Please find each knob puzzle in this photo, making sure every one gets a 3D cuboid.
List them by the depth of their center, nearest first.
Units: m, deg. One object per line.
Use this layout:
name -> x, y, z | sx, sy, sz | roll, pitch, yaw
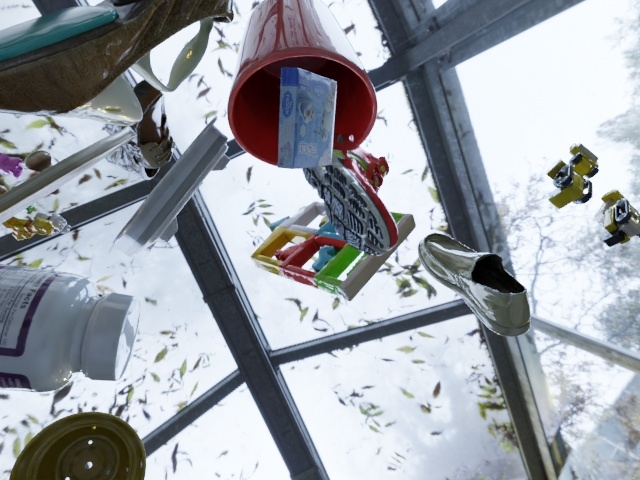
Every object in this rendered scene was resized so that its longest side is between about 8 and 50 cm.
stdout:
knob puzzle -> -0.244, -0.045, 0.327 | 0.213, 0.213, 0.030 | -36, -67, -9

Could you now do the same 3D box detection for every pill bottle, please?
pill bottle -> -0.428, 0.120, 0.562 | 0.302, 0.169, 0.169 | 10, -87, -12

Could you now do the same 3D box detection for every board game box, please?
board game box -> -0.011, -0.120, 0.404 | 0.020, 0.090, 0.089 | 12, -72, 23

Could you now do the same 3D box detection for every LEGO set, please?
LEGO set -> -0.563, -0.060, 0.771 | 0.093, 0.227, 0.086 | 6, -126, 8

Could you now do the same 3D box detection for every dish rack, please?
dish rack -> -0.295, -0.082, 0.795 | 0.072, 0.333, 0.285 | 38, -113, -21

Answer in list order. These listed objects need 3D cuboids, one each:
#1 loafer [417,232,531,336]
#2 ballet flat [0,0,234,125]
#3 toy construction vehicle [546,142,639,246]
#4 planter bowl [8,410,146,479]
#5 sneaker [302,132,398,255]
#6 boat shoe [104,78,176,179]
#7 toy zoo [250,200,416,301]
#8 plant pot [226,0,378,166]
loafer -> 0.284, 0.055, 0.741 | 0.102, 0.268, 0.091 | -14, -51, -24
ballet flat -> -0.205, -0.203, 0.423 | 0.342, 0.116, 0.124 | -56, -32, -29
toy construction vehicle -> 0.228, -0.037, 0.340 | 0.086, 0.035, 0.098 | 39, -135, 0
planter bowl -> -0.444, 0.433, 0.755 | 0.217, 0.090, 0.217 | 5, -106, -19
sneaker -> 0.060, -0.095, 0.618 | 0.119, 0.279, 0.107 | -12, -43, -16
boat shoe -> -0.354, -0.213, 0.823 | 0.120, 0.324, 0.122 | 38, -114, -18
toy zoo -> 0.000, 0.000, 0.734 | 0.192, 0.293, 0.030 | -44, -54, -29
plant pot -> -0.043, -0.317, 0.769 | 0.275, 0.275, 0.243 | 1, -120, -16
